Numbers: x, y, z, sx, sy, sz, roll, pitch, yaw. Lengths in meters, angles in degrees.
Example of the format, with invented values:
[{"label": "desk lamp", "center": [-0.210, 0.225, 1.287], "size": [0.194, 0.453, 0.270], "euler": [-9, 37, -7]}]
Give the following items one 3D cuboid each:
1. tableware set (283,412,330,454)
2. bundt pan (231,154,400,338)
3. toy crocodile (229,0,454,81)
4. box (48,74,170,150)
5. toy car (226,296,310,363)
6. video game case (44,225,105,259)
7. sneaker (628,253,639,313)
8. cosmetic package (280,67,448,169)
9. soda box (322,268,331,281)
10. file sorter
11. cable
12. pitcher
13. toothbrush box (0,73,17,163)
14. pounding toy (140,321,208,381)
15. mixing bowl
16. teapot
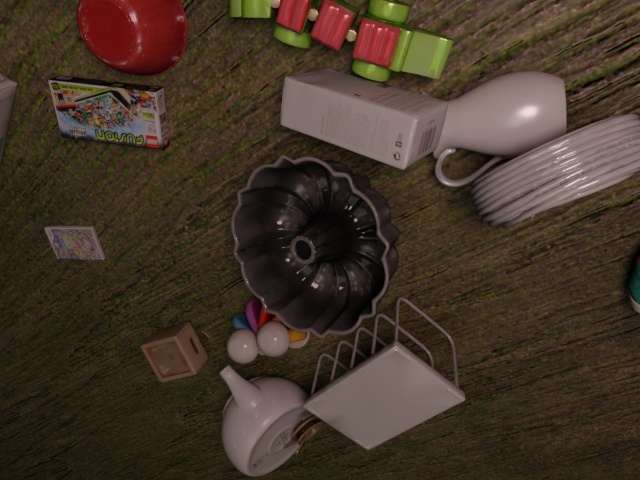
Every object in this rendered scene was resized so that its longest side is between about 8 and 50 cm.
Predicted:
[{"label": "tableware set", "center": [0.012, 0.447, 1.169], "size": [0.039, 0.194, 0.128], "euler": [46, 126, 30]}, {"label": "bundt pan", "center": [0.000, 0.000, 0.872], "size": [0.331, 0.124, 0.330], "euler": [12, 113, 30]}, {"label": "toy crocodile", "center": [0.031, -0.324, 0.721], "size": [0.341, 0.105, 0.115], "euler": [21, 123, -2]}, {"label": "box", "center": [-0.392, -0.239, 0.899], "size": [0.207, 0.036, 0.114], "euler": [8, 123, 6]}, {"label": "toy car", "center": [-0.121, 0.189, 1.065], "size": [0.182, 0.159, 0.136], "euler": [-17, 82, 21]}, {"label": "video game case", "center": [-0.565, 0.006, 1.102], "size": [0.122, 0.011, 0.087], "euler": [0, 122, 11]}, {"label": "sneaker", "center": [0.686, 0.027, 0.807], "size": [0.296, 0.123, 0.178], "euler": [-15, 127, 21]}, {"label": "cosmetic package", "center": [0.063, -0.195, 0.738], "size": [0.231, 0.117, 0.085], "euler": [26, 127, 25]}, {"label": "soda box", "center": [0.060, 0.039, 0.970], "size": [0.061, 0.058, 0.181], "euler": [27, 123, -5]}, {"label": "file sorter", "center": [0.135, 0.287, 1.042], "size": [0.193, 0.173, 0.278], "euler": [39, 121, -15]}, {"label": "cable", "center": [0.355, -0.098, 0.714], "size": [0.257, 0.257, 0.089], "euler": [-26, 82, 32]}, {"label": "pitcher", "center": [0.275, -0.171, 0.765], "size": [0.207, 0.125, 0.177], "euler": [-3, 128, 25]}, {"label": "toothbrush box", "center": [-0.764, -0.272, 0.899], "size": [0.296, 0.126, 0.216], "euler": [30, 122, -7]}, {"label": "pounding toy", "center": [-0.357, 0.286, 1.198], "size": [0.130, 0.100, 0.141], "euler": [-17, 106, 20]}, {"label": "mixing bowl", "center": [-0.320, -0.350, 0.780], "size": [0.182, 0.098, 0.181], "euler": [5, 122, 7]}, {"label": "teapot", "center": [-0.150, 0.434, 1.188], "size": [0.187, 0.253, 0.255], "euler": [33, 108, 37]}]
